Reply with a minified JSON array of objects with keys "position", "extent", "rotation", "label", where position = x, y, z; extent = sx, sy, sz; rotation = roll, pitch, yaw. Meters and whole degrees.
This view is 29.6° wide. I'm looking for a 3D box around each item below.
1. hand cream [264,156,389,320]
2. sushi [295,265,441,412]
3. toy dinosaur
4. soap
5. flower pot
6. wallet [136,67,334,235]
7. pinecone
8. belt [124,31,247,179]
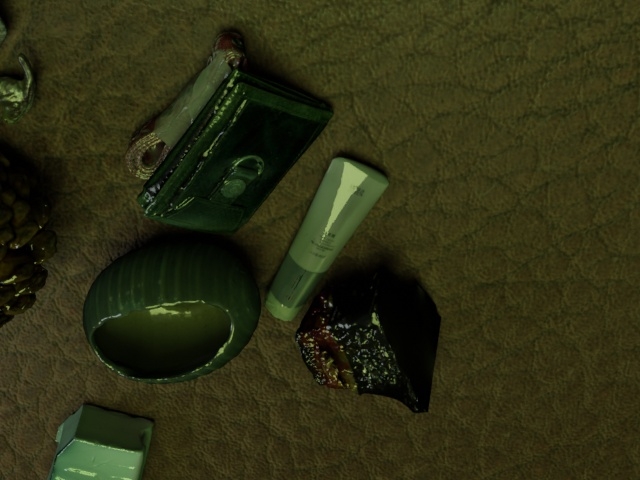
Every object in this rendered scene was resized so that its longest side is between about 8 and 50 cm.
[{"position":[0.000,0.000,1.603],"extent":[0.079,0.048,0.255],"rotation":[23,118,-15],"label":"hand cream"},{"position":[0.050,0.129,1.623],"extent":[0.150,0.153,0.172],"rotation":[-8,144,31],"label":"sushi"},{"position":[-0.457,-0.262,1.471],"extent":[0.162,0.077,0.294],"rotation":[-14,134,9],"label":"toy dinosaur"},{"position":[-0.347,0.365,1.833],"extent":[0.145,0.091,0.231],"rotation":[14,121,-3],"label":"soap"},{"position":[-0.198,0.093,1.613],"extent":[0.243,0.157,0.189],"rotation":[-12,121,11],"label":"flower pot"},{"position":[-0.107,-0.101,1.519],"extent":[0.160,0.055,0.236],"rotation":[15,130,-39],"label":"wallet"},{"position":[-0.465,0.010,1.550],"extent":[0.243,0.243,0.257],"rotation":[33,139,-14],"label":"pinecone"},{"position":[-0.161,-0.162,1.514],"extent":[0.071,0.053,0.232],"rotation":[35,121,-20],"label":"belt"}]
